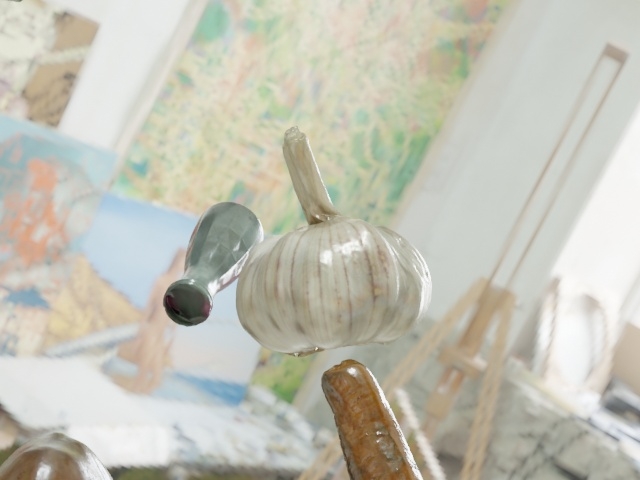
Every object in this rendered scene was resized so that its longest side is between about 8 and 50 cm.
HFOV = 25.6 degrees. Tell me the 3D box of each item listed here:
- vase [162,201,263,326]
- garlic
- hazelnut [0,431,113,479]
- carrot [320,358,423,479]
[{"bbox_3d":[-0.131,0.031,1.681,0.086,0.086,0.214,27,26,-1],"label":"vase"},{"bbox_3d":[0.000,0.000,1.375,0.199,0.226,0.199,-12,-4,-1],"label":"garlic"},{"bbox_3d":[-0.306,0.324,1.548,0.210,0.186,0.210,50,6,-7],"label":"hazelnut"},{"bbox_3d":[0.047,0.179,1.136,0.060,0.060,0.186,14,44,-52],"label":"carrot"}]
